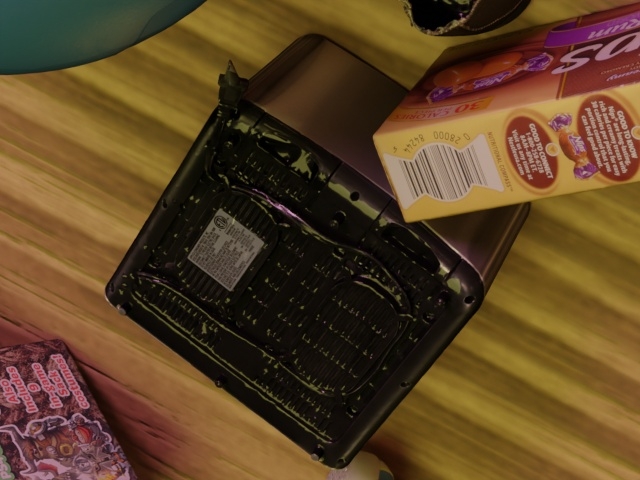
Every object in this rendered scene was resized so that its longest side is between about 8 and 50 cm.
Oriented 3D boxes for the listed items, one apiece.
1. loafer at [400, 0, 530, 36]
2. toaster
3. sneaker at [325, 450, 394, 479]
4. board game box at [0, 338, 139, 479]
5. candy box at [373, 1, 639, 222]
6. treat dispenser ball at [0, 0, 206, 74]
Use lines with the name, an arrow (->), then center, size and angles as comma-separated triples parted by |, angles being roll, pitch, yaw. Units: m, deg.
loafer -> 0.090, -0.178, 0.774 | 0.080, 0.078, 0.220 | 22, 126, 12
toaster -> 0.000, 0.000, 0.907 | 0.168, 0.110, 0.186 | 36, 128, 1
sneaker -> 0.052, 0.232, 1.056 | 0.126, 0.091, 0.240 | 7, 123, 0
board game box -> -0.286, 0.203, 1.041 | 0.141, 0.291, 0.232 | 56, 134, 31
candy box -> 0.130, -0.067, 0.805 | 0.186, 0.109, 0.053 | -11, 113, 31
treat dispenser ball -> -0.138, -0.215, 0.730 | 0.288, 0.288, 0.288 | 12, 124, 19
